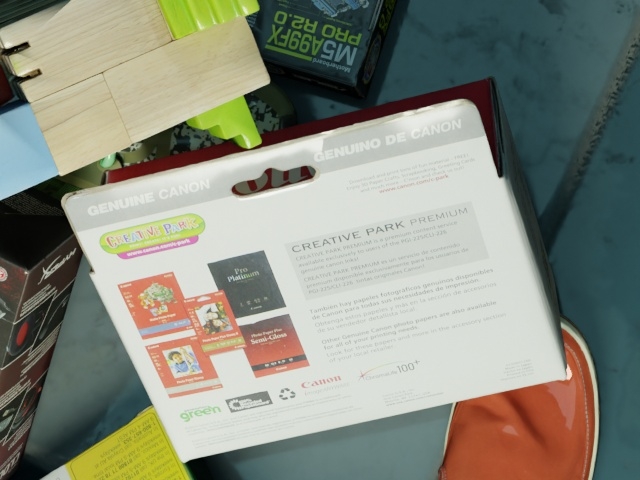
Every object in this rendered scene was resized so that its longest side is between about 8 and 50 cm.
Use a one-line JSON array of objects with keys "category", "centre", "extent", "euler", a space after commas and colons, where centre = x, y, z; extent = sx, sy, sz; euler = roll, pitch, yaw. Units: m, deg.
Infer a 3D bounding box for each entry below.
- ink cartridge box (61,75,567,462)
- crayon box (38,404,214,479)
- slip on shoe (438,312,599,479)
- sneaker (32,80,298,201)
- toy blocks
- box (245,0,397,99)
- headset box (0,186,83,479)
[{"category": "ink cartridge box", "centre": [0.000, 0.000, 1.427], "extent": [0.309, 0.272, 0.130], "euler": [-13, 38, 10]}, {"category": "crayon box", "centre": [-0.136, 0.309, 1.471], "extent": [0.202, 0.081, 0.318], "euler": [-32, 52, 4]}, {"category": "slip on shoe", "centre": [0.134, 0.211, 1.492], "extent": [0.123, 0.101, 0.331], "euler": [18, 85, 13]}, {"category": "sneaker", "centre": [-0.225, -0.101, 1.547], "extent": [0.410, 0.182, 0.158], "euler": [6, 84, 10]}, {"category": "toy blocks", "centre": [-0.201, -0.104, 1.290], "extent": [0.261, 0.381, 0.191], "euler": [-25, 103, -12]}, {"category": "box", "centre": [-0.060, -0.258, 1.603], "extent": [0.270, 0.060, 0.216], "euler": [16, 86, 11]}, {"category": "headset box", "centre": [-0.327, 0.073, 1.526], "extent": [0.218, 0.110, 0.293], "euler": [27, 121, 10]}]
